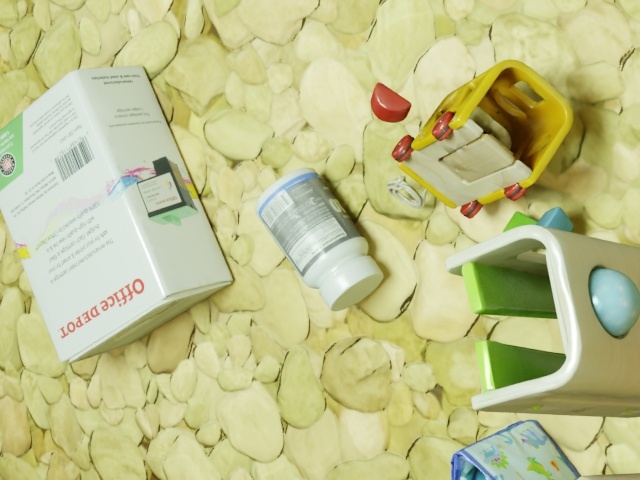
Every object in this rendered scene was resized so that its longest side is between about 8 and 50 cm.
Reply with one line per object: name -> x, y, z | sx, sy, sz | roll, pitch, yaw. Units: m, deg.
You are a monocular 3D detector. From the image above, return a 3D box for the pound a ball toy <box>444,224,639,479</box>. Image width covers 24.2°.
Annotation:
pound a ball toy -> 0.258, 0.107, 1.210 | 0.136, 0.319, 0.208 | -23, 69, 37

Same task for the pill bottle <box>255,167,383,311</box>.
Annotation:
pill bottle -> 0.000, 0.000, 1.522 | 0.078, 0.078, 0.137 | -48, 69, 34

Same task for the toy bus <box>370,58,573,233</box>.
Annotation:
toy bus -> 0.147, -0.095, 1.368 | 0.202, 0.191, 0.104 | 24, 69, 33

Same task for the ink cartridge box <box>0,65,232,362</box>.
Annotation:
ink cartridge box -> -0.247, -0.029, 1.691 | 0.201, 0.117, 0.278 | -31, 78, 38

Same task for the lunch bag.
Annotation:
lunch bag -> 0.187, 0.250, 1.383 | 0.096, 0.129, 0.151 | -26, 82, 38
